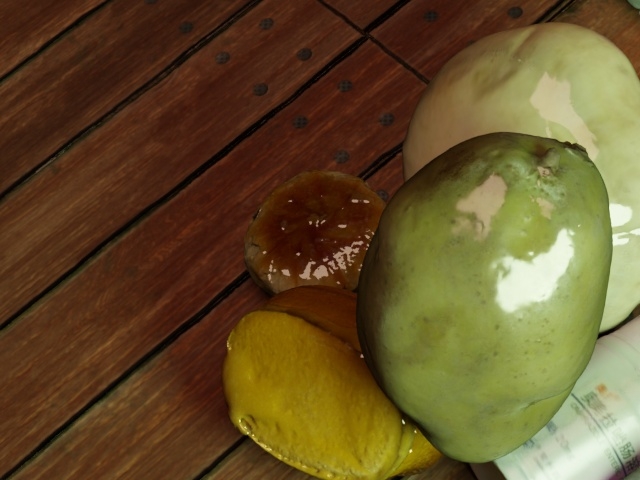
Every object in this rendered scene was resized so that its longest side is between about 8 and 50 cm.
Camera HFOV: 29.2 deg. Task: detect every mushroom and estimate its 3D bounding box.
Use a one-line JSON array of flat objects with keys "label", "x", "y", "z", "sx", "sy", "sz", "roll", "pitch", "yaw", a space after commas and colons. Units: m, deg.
[{"label": "mushroom", "x": 0.274, "y": -0.081, "z": 1.393, "sx": 0.353, "sy": 0.325, "sz": 0.353, "roll": -9, "pitch": 50, "yaw": 11}]

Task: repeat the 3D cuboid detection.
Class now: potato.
[{"label": "potato", "x": 0.155, "y": 0.051, "z": 1.187, "sx": 0.243, "sy": 0.326, "sz": 0.221, "roll": -7, "pitch": 36, "yaw": -9}]

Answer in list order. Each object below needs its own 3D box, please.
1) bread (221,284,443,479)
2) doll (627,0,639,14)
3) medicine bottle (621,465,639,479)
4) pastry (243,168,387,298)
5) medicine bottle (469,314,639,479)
[{"label": "bread", "x": 0.020, "y": 0.162, "z": 1.367, "sx": 0.270, "sy": 0.143, "sz": 0.195, "roll": 25, "pitch": 109, "yaw": 27}, {"label": "doll", "x": 0.474, "y": -0.341, "z": 1.666, "sx": 0.227, "sy": 0.075, "sz": 0.102, "roll": 29, "pitch": 77, "yaw": 10}, {"label": "medicine bottle", "x": 0.410, "y": 0.345, "z": 1.219, "sx": 0.165, "sy": 0.165, "sz": 0.273, "roll": -32, "pitch": 61, "yaw": -10}, {"label": "pastry", "x": 0.000, "y": 0.000, "z": 1.522, "sx": 0.192, "sy": 0.093, "sz": 0.182, "roll": -37, "pitch": 59, "yaw": -13}, {"label": "medicine bottle", "x": 0.295, "y": 0.201, "z": 1.326, "sx": 0.254, "sy": 0.152, "sz": 0.152, "roll": -32, "pitch": 61, "yaw": -9}]
